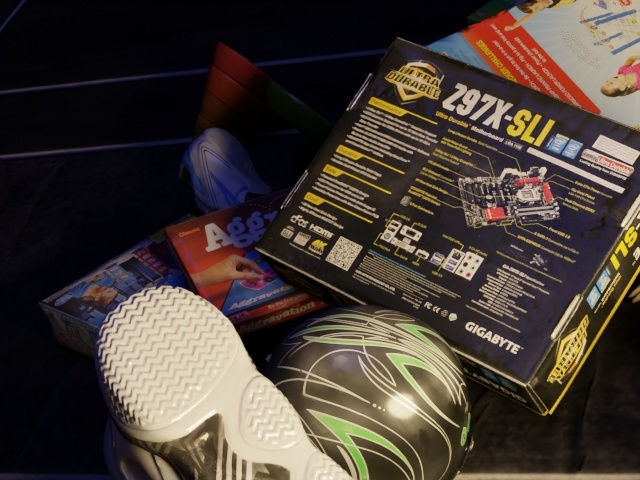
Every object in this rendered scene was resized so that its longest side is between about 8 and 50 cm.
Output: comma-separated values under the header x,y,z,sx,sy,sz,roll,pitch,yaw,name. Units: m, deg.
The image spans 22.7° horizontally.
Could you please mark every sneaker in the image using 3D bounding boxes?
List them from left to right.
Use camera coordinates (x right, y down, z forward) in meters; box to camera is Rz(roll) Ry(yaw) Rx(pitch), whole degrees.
x,y,z,sx,sy,sz,roll,pitch,yaw,name
-0.089,-0.035,1.744,0.086,0.085,0.237,-56,39,18,sneaker
-0.062,0.223,1.281,0.137,0.210,0.366,-28,71,-20,sneaker

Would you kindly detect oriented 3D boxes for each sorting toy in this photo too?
x,y,z,sx,sy,sz,roll,pitch,yaw,name
-0.052,-0.108,1.828,0.126,0.127,0.365,-53,40,3,sorting toy

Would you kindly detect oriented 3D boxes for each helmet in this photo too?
x,y,z,sx,sy,sz,roll,pitch,yaw,name
0.040,0.133,1.340,0.169,0.162,0.169,-13,33,9,helmet

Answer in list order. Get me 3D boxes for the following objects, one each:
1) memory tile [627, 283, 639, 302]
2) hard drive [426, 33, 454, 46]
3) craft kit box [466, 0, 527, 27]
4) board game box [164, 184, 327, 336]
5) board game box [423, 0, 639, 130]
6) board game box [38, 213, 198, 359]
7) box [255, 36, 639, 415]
x,y,z,sx,sy,sz,roll,pitch,yaw,name
0.345,0.000,1.451,0.148,0.113,0.012,-39,82,-25,memory tile
0.150,-0.203,1.903,0.094,0.022,0.135,7,41,33,hard drive
0.343,-0.268,1.851,0.246,0.061,0.250,-35,42,-28,craft kit box
0.000,0.000,1.600,0.281,0.027,0.145,-19,50,-17,board game box
0.298,-0.140,1.616,0.302,0.086,0.308,-25,47,-8,board game box
-0.157,0.072,1.624,0.194,0.060,0.194,-31,37,-20,board game box
0.134,-0.022,1.459,0.322,0.079,0.257,25,74,33,box
